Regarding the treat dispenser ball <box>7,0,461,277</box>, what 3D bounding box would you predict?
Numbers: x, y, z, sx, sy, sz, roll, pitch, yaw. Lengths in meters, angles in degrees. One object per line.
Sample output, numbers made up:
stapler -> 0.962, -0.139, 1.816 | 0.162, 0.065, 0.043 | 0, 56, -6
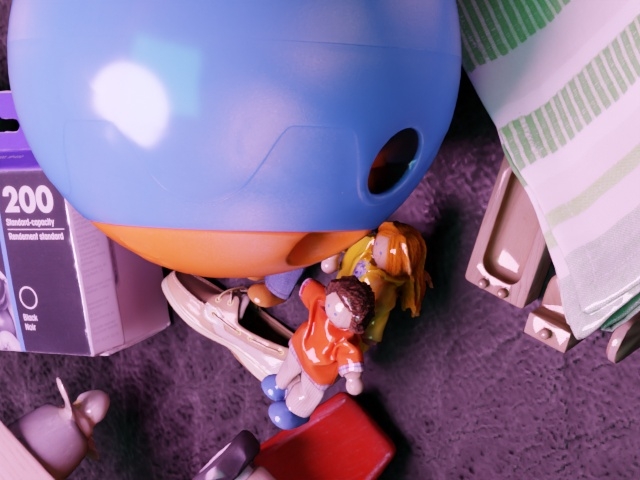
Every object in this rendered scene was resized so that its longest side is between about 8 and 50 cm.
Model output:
treat dispenser ball -> -0.054, -0.120, 1.081 | 0.288, 0.288, 0.288 | 12, 111, 32

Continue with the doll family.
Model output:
doll family -> 0.000, 0.000, 1.259 | 0.263, 0.118, 0.163 | 58, 137, 29

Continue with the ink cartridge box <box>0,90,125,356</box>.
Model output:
ink cartridge box -> -0.258, -0.015, 1.349 | 0.206, 0.045, 0.208 | 0, 102, 35

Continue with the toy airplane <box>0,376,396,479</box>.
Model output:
toy airplane -> -0.136, 0.302, 1.338 | 0.384, 0.272, 0.386 | 1, 93, 3

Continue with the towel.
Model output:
towel -> 0.179, -0.136, 1.027 | 0.248, 0.038, 0.325 | -47, 49, 36

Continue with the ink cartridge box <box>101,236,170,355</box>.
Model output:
ink cartridge box -> -0.243, 0.007, 1.429 | 0.218, 0.092, 0.158 | 1, 105, 37

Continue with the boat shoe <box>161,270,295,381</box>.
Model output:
boat shoe -> -0.065, 0.060, 1.350 | 0.135, 0.050, 0.045 | 37, 120, 9

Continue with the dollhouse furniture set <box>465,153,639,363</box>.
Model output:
dollhouse furniture set -> 0.158, 0.009, 1.122 | 0.151, 0.123, 0.144 | 29, 120, 25
